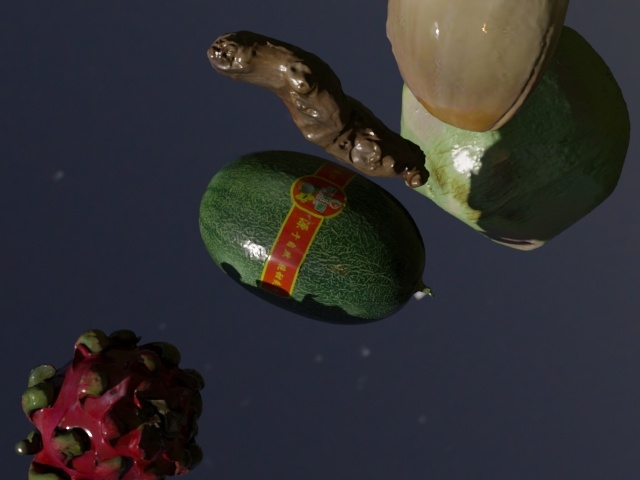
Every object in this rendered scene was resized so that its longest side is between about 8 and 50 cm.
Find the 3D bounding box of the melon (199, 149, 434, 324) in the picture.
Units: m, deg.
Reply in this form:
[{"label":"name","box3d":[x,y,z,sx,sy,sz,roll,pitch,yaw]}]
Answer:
[{"label":"melon","box3d":[0.000,0.000,1.909,0.288,0.182,0.182,22,-160,7]}]

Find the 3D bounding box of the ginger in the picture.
[{"label":"ginger","box3d":[0.006,-0.148,1.814,0.290,0.084,0.122,33,-162,-30]}]

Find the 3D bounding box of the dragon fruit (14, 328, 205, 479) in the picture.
[{"label":"dragon fruit","box3d":[-0.222,0.216,1.861,0.198,0.218,0.272,33,159,26]}]

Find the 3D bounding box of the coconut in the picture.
[{"label":"coconut","box3d":[0.252,-0.142,2.295,0.328,0.328,0.281,48,-147,-10]}]

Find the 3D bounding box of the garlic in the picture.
[{"label":"garlic","box3d":[0.140,-0.215,1.387,0.145,0.244,0.164,15,176,13]}]
